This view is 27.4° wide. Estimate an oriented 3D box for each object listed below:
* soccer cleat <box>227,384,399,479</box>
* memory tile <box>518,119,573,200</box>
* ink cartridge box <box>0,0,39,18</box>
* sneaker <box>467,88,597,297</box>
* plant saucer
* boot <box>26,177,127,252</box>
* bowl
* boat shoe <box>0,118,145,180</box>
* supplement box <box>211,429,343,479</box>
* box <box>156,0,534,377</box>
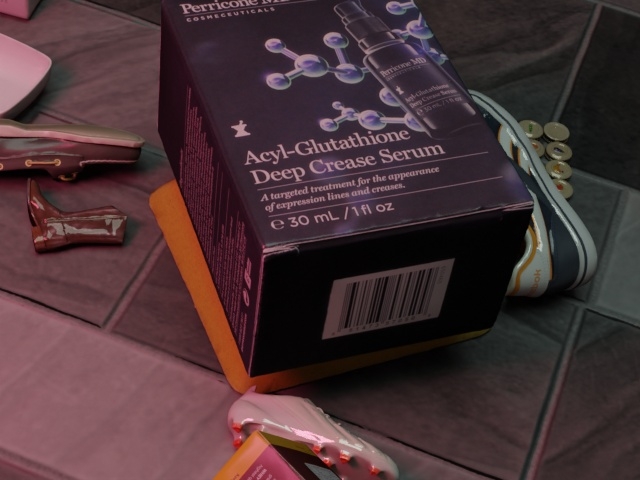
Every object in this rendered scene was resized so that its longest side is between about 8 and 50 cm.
[{"bbox_3d":[-0.004,0.206,1.396,0.196,0.068,0.076,18,45,11],"label":"soccer cleat"},{"bbox_3d":[0.284,-0.112,1.767,0.113,0.012,0.148,9,47,-2],"label":"memory tile"},{"bbox_3d":[-0.560,-0.505,1.795,0.395,0.285,0.166,15,46,4],"label":"ink cartridge box"},{"bbox_3d":[0.207,-0.064,1.634,0.128,0.126,0.321,-14,53,-28],"label":"sneaker"},{"bbox_3d":[0.000,0.000,1.573,0.333,0.081,0.332,-13,51,-20],"label":"plant saucer"},{"bbox_3d":[-0.294,-0.036,1.583,0.114,0.037,0.106,-9,63,-13],"label":"boot"},{"bbox_3d":[-0.435,-0.204,1.702,0.142,0.053,0.142,24,48,13],"label":"bowl"},{"bbox_3d":[-0.334,-0.109,1.626,0.228,0.068,0.081,4,13,-9],"label":"boat shoe"},{"bbox_3d":[-0.030,0.308,1.157,0.194,0.129,0.191,41,92,25],"label":"supplement box"},{"bbox_3d":[0.008,-0.086,1.455,0.294,0.212,0.395,-11,50,-18],"label":"box"}]
